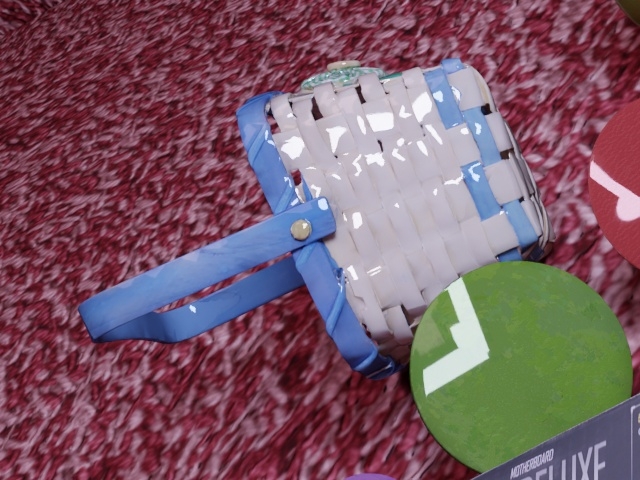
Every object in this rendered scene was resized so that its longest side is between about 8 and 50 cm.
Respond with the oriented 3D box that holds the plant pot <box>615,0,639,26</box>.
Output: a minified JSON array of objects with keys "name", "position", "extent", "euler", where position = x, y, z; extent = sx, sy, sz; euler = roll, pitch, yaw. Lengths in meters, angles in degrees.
[{"name":"plant pot","position":[0.354,-0.300,1.281],"extent":[0.294,0.274,0.274],"euler":[-5,36,31]}]

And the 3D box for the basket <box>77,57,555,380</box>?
[{"name":"basket","position":[0.000,0.000,1.228],"extent":[0.289,0.201,0.255],"euler":[-28,-5,6]}]

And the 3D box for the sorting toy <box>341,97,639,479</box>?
[{"name":"sorting toy","position":[0.127,0.070,1.108],"extent":[0.365,0.127,0.126],"euler":[-46,-8,-12]}]

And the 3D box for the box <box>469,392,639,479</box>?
[{"name":"box","position":[0.154,0.160,0.620],"extent":[0.307,0.077,0.242],"euler":[-38,42,49]}]
